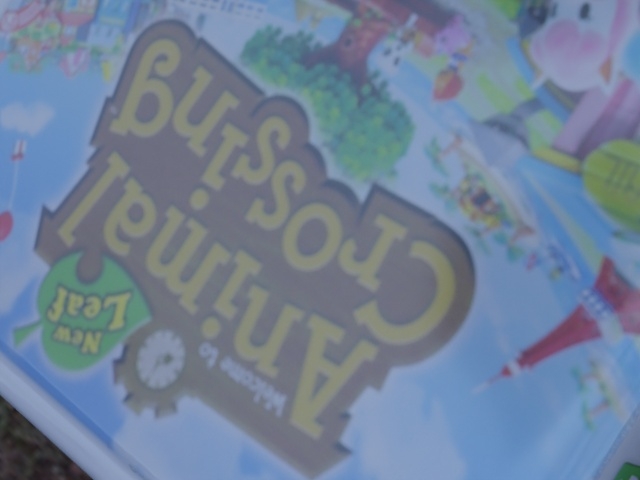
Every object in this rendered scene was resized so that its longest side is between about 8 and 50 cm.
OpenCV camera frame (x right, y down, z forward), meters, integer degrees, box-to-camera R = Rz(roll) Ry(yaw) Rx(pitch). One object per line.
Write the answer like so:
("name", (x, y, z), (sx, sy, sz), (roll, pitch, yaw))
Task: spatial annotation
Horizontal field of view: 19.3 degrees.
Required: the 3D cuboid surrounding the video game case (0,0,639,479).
("video game case", (-0.001, -0.037, 0.385), (0.212, 0.023, 0.193), (35, 97, 34))
